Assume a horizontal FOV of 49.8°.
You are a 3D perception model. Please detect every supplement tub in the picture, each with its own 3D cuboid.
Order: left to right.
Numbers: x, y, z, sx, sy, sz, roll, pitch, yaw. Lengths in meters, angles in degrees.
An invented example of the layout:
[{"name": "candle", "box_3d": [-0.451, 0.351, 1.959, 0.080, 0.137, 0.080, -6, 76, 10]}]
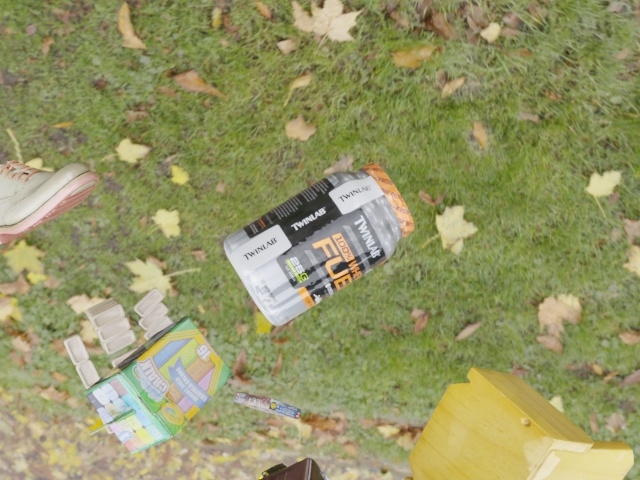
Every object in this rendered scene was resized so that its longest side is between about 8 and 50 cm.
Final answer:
[{"name": "supplement tub", "box_3d": [0.000, 0.000, 1.263, 0.316, 0.193, 0.193, -32, 107, -3]}]

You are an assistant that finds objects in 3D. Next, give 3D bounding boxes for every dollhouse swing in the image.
[{"name": "dollhouse swing", "box_3d": [0.434, 0.481, 1.509, 0.315, 0.305, 0.346, 42, 118, 39]}]

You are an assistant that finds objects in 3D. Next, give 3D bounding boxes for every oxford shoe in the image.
[{"name": "oxford shoe", "box_3d": [-0.601, -0.095, 1.389, 0.397, 0.140, 0.146, -19, 103, 35]}]

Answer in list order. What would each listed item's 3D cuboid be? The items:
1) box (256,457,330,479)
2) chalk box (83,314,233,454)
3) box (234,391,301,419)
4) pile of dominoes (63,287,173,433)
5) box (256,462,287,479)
[{"name": "box", "box_3d": [-0.057, 0.349, 0.647, 0.203, 0.167, 0.168, -28, 107, 14]}, {"name": "chalk box", "box_3d": [-0.271, 0.244, 1.100, 0.132, 0.213, 0.132, -30, 99, 42]}, {"name": "box", "box_3d": [-0.123, 0.380, 1.586, 0.094, 0.027, 0.137, 30, 158, -35]}, {"name": "pile of dominoes", "box_3d": [-0.366, 0.223, 1.324, 0.196, 0.040, 0.251, -28, 123, -25]}, {"name": "box", "box_3d": [-0.033, 0.619, 1.278, 0.322, 0.079, 0.257, 35, 103, 23]}]
